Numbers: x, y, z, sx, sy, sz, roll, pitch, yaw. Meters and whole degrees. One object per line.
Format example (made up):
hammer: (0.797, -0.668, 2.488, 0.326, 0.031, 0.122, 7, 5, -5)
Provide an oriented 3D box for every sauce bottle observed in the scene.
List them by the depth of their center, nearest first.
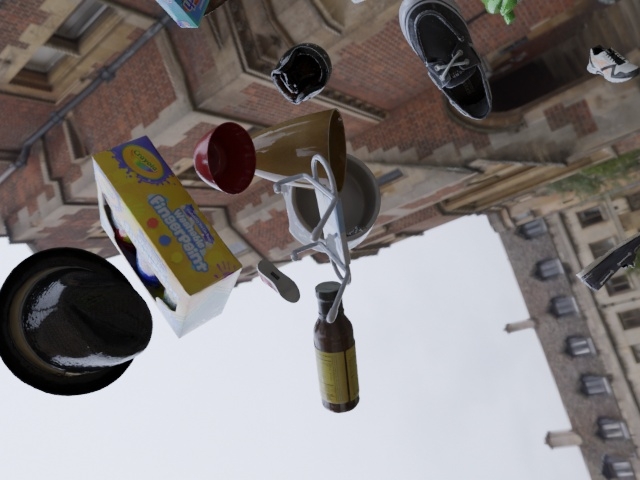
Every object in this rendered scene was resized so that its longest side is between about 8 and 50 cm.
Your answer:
sauce bottle: (0.039, 0.272, 1.307, 0.111, 0.111, 0.344, -36, -54, -58)

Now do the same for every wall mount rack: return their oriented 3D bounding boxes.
wall mount rack: (0.000, 0.000, 1.140, 0.304, 0.130, 0.350, -132, 25, -55)

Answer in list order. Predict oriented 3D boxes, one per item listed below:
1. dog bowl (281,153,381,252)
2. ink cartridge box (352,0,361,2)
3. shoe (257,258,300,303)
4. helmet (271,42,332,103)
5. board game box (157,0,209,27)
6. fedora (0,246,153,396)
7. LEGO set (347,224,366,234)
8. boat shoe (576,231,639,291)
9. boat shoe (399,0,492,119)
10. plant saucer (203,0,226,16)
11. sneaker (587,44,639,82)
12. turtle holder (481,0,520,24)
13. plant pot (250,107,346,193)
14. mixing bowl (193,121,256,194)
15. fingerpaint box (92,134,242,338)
dog bowl: (0.042, -0.137, 1.690, 0.349, 0.102, 0.348, 2, -99, -15)
ink cartridge box: (0.124, -0.683, 1.063, 0.117, 0.201, 0.278, -5, -91, -63)
shoe: (-0.133, 0.135, 1.627, 0.178, 0.081, 0.063, 44, -105, 7)
helmet: (-0.048, -0.503, 1.508, 0.161, 0.169, 0.169, -44, -65, -10)
board game box: (-0.251, -0.488, 0.839, 0.210, 0.047, 0.160, 36, -111, -63)
fedora: (-0.460, 0.159, 1.028, 0.334, 0.153, 0.334, 23, -117, -56)
LEGO set: (0.106, -0.034, 1.518, 0.054, 0.083, 0.023, -20, -86, -39)
boat shoe: (0.723, 0.047, 1.225, 0.065, 0.206, 0.075, 56, -178, 18)
boat shoe: (0.251, -0.341, 0.971, 0.301, 0.108, 0.102, 39, -147, -45)
plant saucer: (-0.221, -0.539, 1.058, 0.036, 0.199, 0.198, 51, -146, -10)
sneaker: (0.499, -0.303, 0.869, 0.109, 0.040, 0.043, 58, 173, 53)
turtle holder: (0.450, -0.679, 1.199, 0.320, 0.243, 0.227, -31, -94, -48)
plant pot: (-0.070, -0.252, 1.461, 0.237, 0.254, 0.237, 1, -90, -75)
mixing bowl: (-0.259, -0.209, 1.304, 0.181, 0.098, 0.181, -9, -79, -56)
fingerpaint box: (-0.434, 0.007, 1.394, 0.163, 0.371, 0.445, -32, -102, -30)
